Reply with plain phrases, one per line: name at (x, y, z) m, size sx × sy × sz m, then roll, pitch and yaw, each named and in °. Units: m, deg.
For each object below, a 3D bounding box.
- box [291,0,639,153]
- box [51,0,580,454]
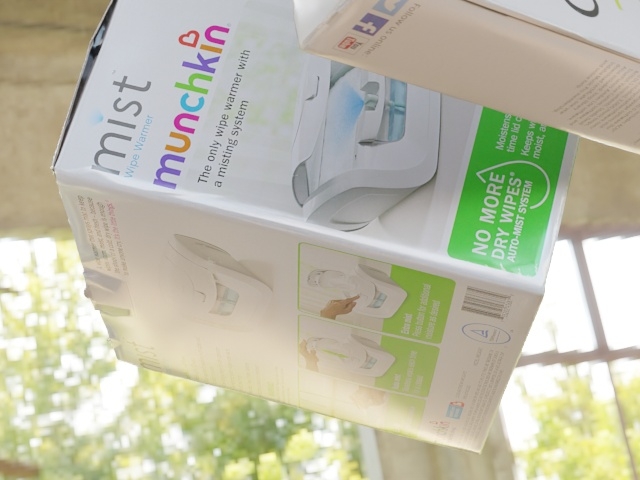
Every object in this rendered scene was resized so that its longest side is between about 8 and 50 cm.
box at (0.112, -0.151, 0.655) m, size 0.322 × 0.232 × 0.058 m, roll 12°, pitch -37°, yaw -37°
box at (0.000, 0.000, 0.775) m, size 0.231 × 0.127 × 0.262 m, roll 14°, pitch -23°, yaw 6°
